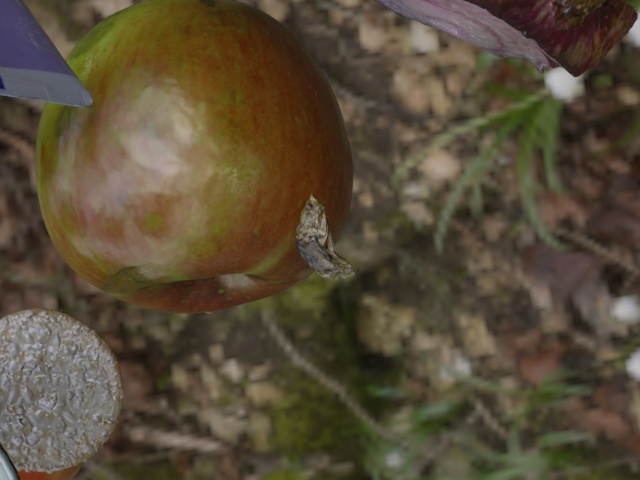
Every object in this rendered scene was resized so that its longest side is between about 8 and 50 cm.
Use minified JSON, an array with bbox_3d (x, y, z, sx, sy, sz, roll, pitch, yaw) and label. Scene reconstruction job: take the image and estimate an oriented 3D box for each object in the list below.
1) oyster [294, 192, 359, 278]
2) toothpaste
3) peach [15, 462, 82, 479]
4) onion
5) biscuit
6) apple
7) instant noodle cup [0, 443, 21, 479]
[{"bbox_3d":[-0.002,-0.001,1.565,0.051,0.034,0.093,13,135,55],"label":"oyster"},{"bbox_3d":[-0.268,-0.192,1.220,0.371,0.125,0.080,49,123,45],"label":"toothpaste"},{"bbox_3d":[-0.341,0.211,1.995,0.184,0.184,0.184,171,90,-73],"label":"peach"},{"bbox_3d":[0.134,-0.266,1.404,0.272,0.230,0.256,34,-178,14],"label":"onion"},{"bbox_3d":[-0.249,0.134,1.665,0.020,0.152,0.152,-115,17,-86],"label":"biscuit"},{"bbox_3d":[-0.129,-0.090,1.931,0.339,0.339,0.339,171,90,-73],"label":"apple"},{"bbox_3d":[-0.332,0.225,1.345,0.214,0.296,0.296,151,109,-68],"label":"instant noodle cup"}]
